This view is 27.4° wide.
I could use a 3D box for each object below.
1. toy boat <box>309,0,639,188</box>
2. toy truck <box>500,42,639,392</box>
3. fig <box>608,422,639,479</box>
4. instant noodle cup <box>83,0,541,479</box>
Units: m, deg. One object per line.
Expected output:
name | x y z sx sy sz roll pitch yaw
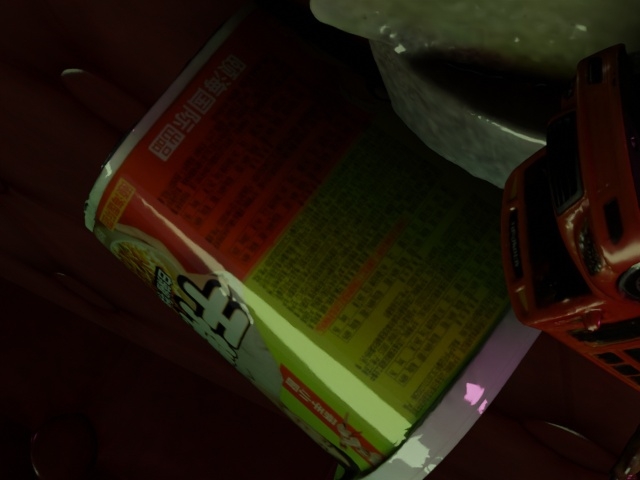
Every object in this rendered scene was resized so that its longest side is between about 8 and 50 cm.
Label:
toy boat | 0.126 -0.126 0.651 0.276 0.111 0.293 3 145 28
toy truck | 0.171 0.013 0.638 0.114 0.108 0.252 -20 146 34
fig | 0.253 0.044 0.834 0.149 0.202 0.148 61 161 26
instant noodle cup | 0.000 0.000 0.998 0.308 0.294 0.294 38 163 -1
